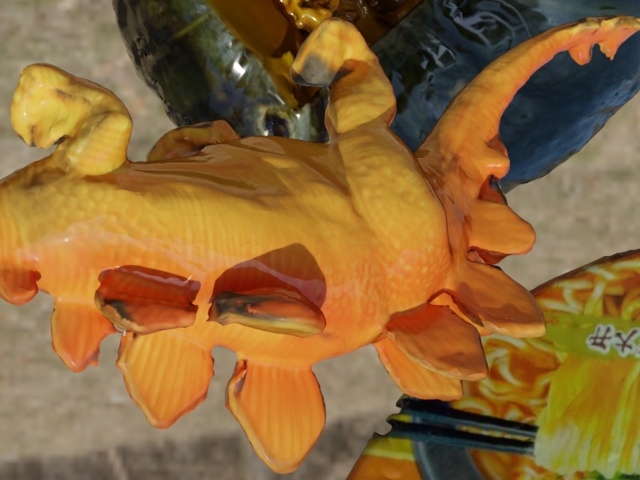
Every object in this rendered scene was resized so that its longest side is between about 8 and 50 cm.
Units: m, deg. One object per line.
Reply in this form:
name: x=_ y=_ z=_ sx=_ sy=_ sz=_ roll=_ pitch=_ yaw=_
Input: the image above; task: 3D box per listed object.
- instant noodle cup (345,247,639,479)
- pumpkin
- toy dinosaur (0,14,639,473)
instant noodle cup: x=0.131 y=0.140 z=0.559 sx=0.230 sy=0.230 sz=0.182 roll=4 pitch=154 yaw=30
pumpkin: x=0.030 y=-0.161 z=0.979 sx=0.320 sy=0.320 sz=0.192 roll=3 pitch=-171 yaw=27
toy dinosaur: x=0.000 y=0.000 z=0.516 sx=0.288 sy=0.117 sz=0.070 roll=-14 pitch=149 yaw=-33
